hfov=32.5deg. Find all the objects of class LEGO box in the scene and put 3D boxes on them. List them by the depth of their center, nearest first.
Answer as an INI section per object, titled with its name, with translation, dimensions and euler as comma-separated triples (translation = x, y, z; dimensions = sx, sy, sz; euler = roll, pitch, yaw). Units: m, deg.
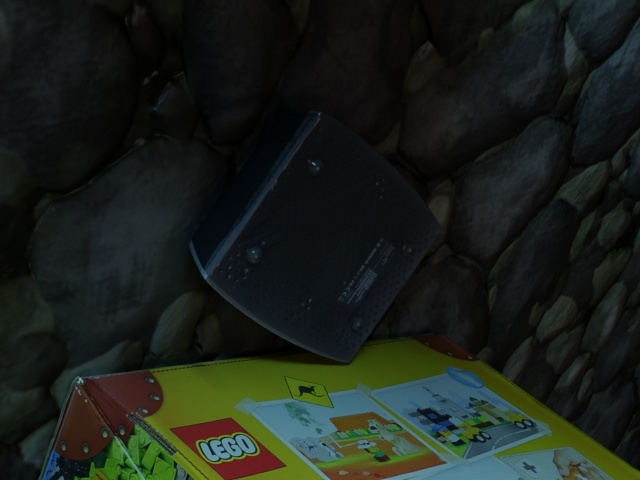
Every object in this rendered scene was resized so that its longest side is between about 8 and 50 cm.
[LEGO box]
translation = 0.063, 0.265, 0.945
dimensions = 0.500, 0.372, 0.193
euler = 0, 118, -50

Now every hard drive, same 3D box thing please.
[hard drive]
translation = 0.000, 0.000, 0.930
dimensions = 0.172, 0.054, 0.254
euler = -55, 146, -2
